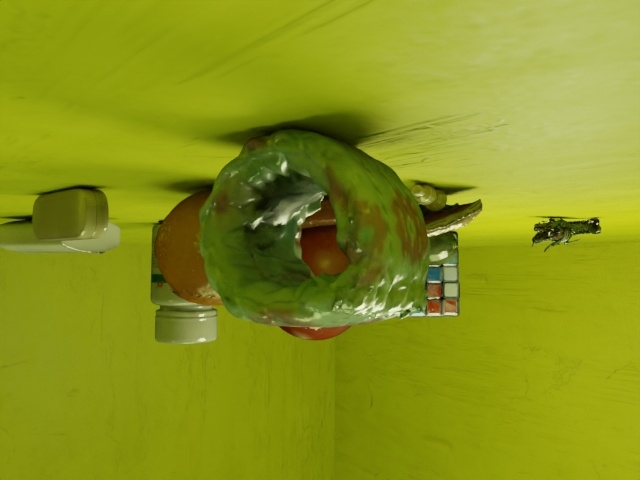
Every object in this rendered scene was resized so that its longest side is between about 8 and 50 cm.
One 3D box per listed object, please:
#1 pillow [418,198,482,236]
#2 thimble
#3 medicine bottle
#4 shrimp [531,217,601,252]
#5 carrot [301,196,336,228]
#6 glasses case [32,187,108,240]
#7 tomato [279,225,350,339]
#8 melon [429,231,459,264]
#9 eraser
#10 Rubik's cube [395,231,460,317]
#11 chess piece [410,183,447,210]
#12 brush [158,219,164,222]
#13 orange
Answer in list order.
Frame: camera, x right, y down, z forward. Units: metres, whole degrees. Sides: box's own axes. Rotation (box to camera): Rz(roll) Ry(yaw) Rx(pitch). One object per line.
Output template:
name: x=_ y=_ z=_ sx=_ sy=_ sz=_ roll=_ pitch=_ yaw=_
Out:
pillow: x=0.170 y=-0.034 z=0.934 sx=0.126 sy=0.043 sz=0.232 roll=-19 pitch=-172 yaw=-15
thimble: x=0.000 y=0.000 z=0.521 sx=0.211 sy=0.185 sz=0.149 roll=37 pitch=-163 yaw=32
medicine bottle: x=-0.391 y=0.124 z=1.598 sx=0.209 sy=0.339 sz=0.208 roll=1 pitch=177 yaw=0
shrimp: x=0.581 y=-0.017 z=1.309 sx=0.174 sy=0.082 sz=0.076 roll=-6 pitch=173 yaw=-8
carrot: x=0.039 y=-0.053 z=0.962 sx=0.210 sy=0.061 sz=0.061 roll=-4 pitch=179 yaw=-19
glasses case: x=-0.417 y=-0.040 z=0.900 sx=0.196 sy=0.083 sz=0.050 roll=0 pitch=177 yaw=41
tomato: x=-0.004 y=0.066 z=1.053 sx=0.225 sy=0.255 sz=0.256 roll=36 pitch=-173 yaw=15
melon: x=0.325 y=0.014 z=1.587 sx=0.168 sy=0.114 sz=0.114 roll=0 pitch=178 yaw=37
eraser: x=-0.675 y=-0.011 z=1.401 sx=0.270 sy=0.094 sz=0.174 roll=-2 pitch=176 yaw=30
Rubik's cube: x=0.307 y=0.116 z=1.902 sx=0.287 sy=0.291 sz=0.293 roll=0 pitch=175 yaw=-3
chess piece: x=0.157 y=-0.068 z=0.812 sx=0.035 sy=0.035 sz=0.092 roll=-1 pitch=173 yaw=31
brush: x=-0.388 y=-0.051 z=1.411 sx=0.083 sy=0.008 sz=0.024 roll=-1 pitch=180 yaw=25
orange: x=-0.149 y=0.012 z=0.865 sx=0.220 sy=0.192 sz=0.219 roll=15 pitch=175 yaw=1
